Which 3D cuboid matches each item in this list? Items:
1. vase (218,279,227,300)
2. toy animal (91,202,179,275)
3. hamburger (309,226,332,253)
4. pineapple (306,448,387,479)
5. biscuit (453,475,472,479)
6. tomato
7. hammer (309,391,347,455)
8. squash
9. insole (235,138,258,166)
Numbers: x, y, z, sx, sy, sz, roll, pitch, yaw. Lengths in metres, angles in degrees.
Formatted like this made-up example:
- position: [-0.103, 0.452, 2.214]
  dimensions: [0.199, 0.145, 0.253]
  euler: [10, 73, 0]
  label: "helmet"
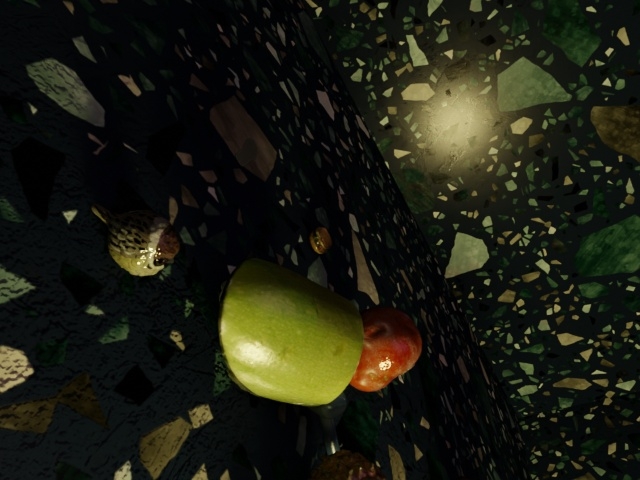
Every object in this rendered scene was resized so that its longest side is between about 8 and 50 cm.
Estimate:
- position: [-0.132, 0.098, 0.943]
  dimensions: [0.081, 0.081, 0.149]
  euler: [67, 18, 1]
  label: "vase"
- position: [-0.273, -0.013, 0.704]
  dimensions: [0.137, 0.098, 0.098]
  euler: [58, 24, -20]
  label: "toy animal"
- position: [0.000, 0.000, 1.366]
  dimensions: [0.076, 0.044, 0.083]
  euler: [66, 20, 4]
  label: "hamburger"
- position: [-0.001, 0.518, 0.753]
  dimensions: [0.165, 0.166, 0.364]
  euler: [61, 32, -12]
  label: "pineapple"
- position: [0.523, 0.876, 1.385]
  dimensions: [0.350, 0.070, 0.394]
  euler: [23, -36, 56]
  label: "biscuit"
- position: [0.141, 0.272, 1.204]
  dimensions: [0.188, 0.232, 0.232]
  euler: [55, 18, 18]
  label: "tomato"
- position: [0.014, 0.379, 0.985]
  dimensions: [0.070, 0.116, 0.193]
  euler: [-20, 107, -30]
  label: "hammer"
- position: [-0.088, 0.162, 0.851]
  dimensions: [0.309, 0.210, 0.233]
  euler: [26, 64, -37]
  label: "squash"
- position: [-0.189, -0.230, 1.221]
  dimensions: [0.053, 0.002, 0.152]
  euler: [59, 23, -18]
  label: "insole"
